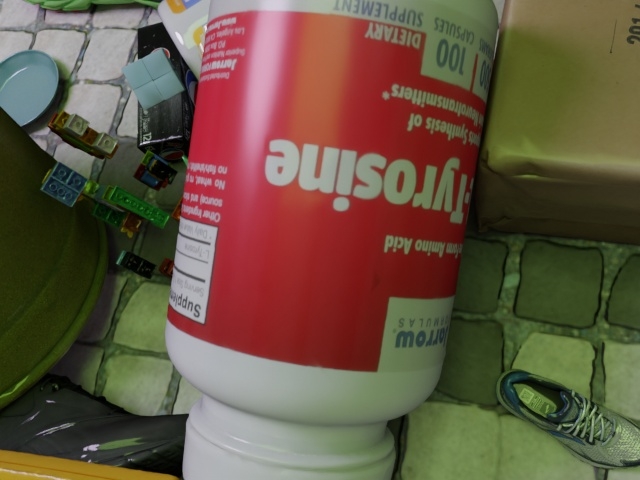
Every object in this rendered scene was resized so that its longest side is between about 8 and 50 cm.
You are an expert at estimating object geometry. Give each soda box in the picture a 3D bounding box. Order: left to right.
[{"bbox_3d":[-0.181,-0.178,0.788,0.060,0.053,0.169,-10,69,11],"label":"soda box"}]

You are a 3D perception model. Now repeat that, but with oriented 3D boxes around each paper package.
[{"bbox_3d":[0.315,-0.162,0.585,0.309,0.168,0.325,8,72,16],"label":"paper package"}]

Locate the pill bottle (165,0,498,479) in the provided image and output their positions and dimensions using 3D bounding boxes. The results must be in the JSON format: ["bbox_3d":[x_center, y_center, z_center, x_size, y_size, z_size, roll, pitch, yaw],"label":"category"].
[{"bbox_3d":[0.000,0.000,0.538,0.228,0.229,0.408,10,94,18],"label":"pill bottle"}]

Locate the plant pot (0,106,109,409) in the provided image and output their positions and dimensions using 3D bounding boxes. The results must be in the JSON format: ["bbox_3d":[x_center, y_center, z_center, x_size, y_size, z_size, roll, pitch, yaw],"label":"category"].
[{"bbox_3d":[-0.434,-0.053,0.596,0.366,0.353,0.367,-4,52,5],"label":"plant pot"}]

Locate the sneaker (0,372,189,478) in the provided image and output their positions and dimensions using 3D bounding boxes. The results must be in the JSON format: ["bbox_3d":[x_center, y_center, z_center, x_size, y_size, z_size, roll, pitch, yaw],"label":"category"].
[{"bbox_3d":[-0.250,0.188,0.651,0.286,0.109,0.130,-10,60,9],"label":"sneaker"}]

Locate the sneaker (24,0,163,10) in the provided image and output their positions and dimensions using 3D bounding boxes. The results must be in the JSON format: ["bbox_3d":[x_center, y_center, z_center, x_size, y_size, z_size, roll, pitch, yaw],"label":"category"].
[{"bbox_3d":[-0.227,-0.398,0.799,0.482,0.202,0.185,-3,70,14],"label":"sneaker"}]

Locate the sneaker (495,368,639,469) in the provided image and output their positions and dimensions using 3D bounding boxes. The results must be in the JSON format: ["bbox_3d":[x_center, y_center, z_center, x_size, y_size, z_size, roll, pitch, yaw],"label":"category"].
[{"bbox_3d":[0.212,0.152,0.558,0.135,0.058,0.052,22,78,21],"label":"sneaker"}]

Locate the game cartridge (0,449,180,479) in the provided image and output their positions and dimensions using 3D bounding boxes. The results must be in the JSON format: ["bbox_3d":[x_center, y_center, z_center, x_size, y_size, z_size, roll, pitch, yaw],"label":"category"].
[{"bbox_3d":[-0.232,0.348,0.554,0.285,0.052,0.324,2,94,16],"label":"game cartridge"}]

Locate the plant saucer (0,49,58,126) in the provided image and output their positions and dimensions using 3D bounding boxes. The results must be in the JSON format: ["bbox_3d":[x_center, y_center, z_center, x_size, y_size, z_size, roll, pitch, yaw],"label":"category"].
[{"bbox_3d":[-0.393,-0.195,0.870,0.119,0.021,0.119,-5,70,13],"label":"plant saucer"}]

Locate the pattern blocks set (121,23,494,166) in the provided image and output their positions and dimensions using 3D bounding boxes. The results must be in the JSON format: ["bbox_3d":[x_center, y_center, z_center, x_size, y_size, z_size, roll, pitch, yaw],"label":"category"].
[{"bbox_3d":[-0.012,-0.171,0.655,0.324,0.026,0.285,-37,106,4],"label":"pattern blocks set"}]

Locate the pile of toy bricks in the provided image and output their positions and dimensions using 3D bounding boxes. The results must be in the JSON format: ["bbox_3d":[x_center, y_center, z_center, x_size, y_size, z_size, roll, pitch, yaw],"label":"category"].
[{"bbox_3d":[-0.206,-0.036,0.695,0.105,0.212,0.118,7,67,56],"label":"pile of toy bricks"}]

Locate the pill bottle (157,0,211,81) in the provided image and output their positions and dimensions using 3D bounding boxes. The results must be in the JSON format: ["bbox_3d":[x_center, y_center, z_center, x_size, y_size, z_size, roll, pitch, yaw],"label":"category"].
[{"bbox_3d":[-0.025,-0.262,0.723,0.272,0.152,0.152,-32,66,2],"label":"pill bottle"}]
